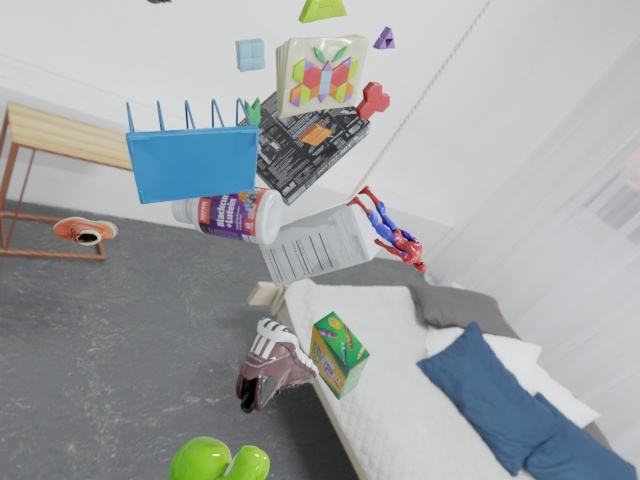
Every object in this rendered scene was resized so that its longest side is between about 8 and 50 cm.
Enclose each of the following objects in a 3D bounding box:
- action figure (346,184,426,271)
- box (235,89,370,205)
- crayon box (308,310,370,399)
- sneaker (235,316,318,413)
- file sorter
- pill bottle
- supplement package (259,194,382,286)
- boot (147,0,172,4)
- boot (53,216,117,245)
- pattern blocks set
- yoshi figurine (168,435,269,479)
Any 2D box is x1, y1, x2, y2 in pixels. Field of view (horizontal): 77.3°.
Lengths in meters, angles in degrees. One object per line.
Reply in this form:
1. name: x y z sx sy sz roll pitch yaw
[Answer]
1. action figure: 0.078 -0.008 0.447 0.115 0.030 0.038 46 52 -3
2. box: -0.059 -0.284 1.072 0.242 0.307 0.076 46 -4 8
3. crayon box: 0.048 0.355 1.214 0.081 0.278 0.165 -29 60 -25
4. sneaker: -0.100 0.285 0.823 0.106 0.281 0.162 16 60 28
5. file sorter: -0.190 -0.141 0.597 0.170 0.118 0.104 -9 53 -21
6. pill bottle: -0.180 -0.059 0.773 0.193 0.108 0.108 10 23 12
7. supplement package: 0.000 0.000 0.931 0.134 0.244 0.139 70 23 -6
8. boot: -0.380 -0.435 0.599 0.223 0.118 0.338 -29 64 -16
9. boot: -0.616 -0.021 1.020 0.158 0.059 0.084 1 20 2
10. pattern blocks set: 0.004 -0.305 0.750 0.325 0.285 0.026 -26 53 -15
11. yoshi figurine: -0.242 0.492 0.667 0.203 0.203 0.362 41 64 -4
